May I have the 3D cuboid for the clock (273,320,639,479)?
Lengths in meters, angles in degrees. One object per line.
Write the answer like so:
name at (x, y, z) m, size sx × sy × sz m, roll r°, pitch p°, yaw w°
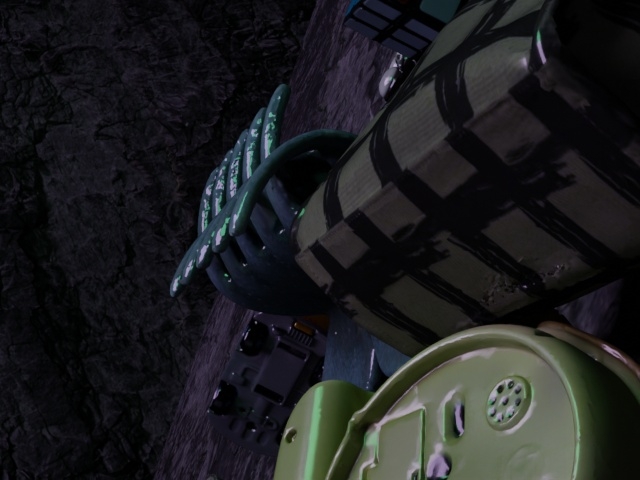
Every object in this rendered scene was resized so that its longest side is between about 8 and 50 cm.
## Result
clock at (0.095, 0.146, 0.664) m, size 0.308 × 0.096 × 0.235 m, roll -30°, pitch 38°, yaw 37°

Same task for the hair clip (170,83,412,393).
hair clip at (0.000, 0.000, 1.317) m, size 0.318 × 0.238 × 0.392 m, roll -41°, pitch 28°, yaw 65°

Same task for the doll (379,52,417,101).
doll at (0.130, -0.235, 1.627) m, size 0.219 × 0.067 × 0.091 m, roll -61°, pitch 3°, yaw 43°

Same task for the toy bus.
toy bus at (-0.048, 0.155, 1.570) m, size 0.209 × 0.126 × 0.136 m, roll -63°, pitch 2°, yaw 30°

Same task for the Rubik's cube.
Rubik's cube at (0.138, -0.300, 1.449) m, size 0.162 × 0.163 × 0.160 m, roll -65°, pitch 9°, yaw -8°

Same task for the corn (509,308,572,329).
corn at (0.082, 0.167, 0.879) m, size 0.310 × 0.101 × 0.101 m, roll -54°, pitch 16°, yaw 35°

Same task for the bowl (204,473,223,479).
bowl at (-0.108, 0.379, 1.410) m, size 0.211 × 0.112 × 0.211 m, roll -157°, pitch 90°, yaw -81°

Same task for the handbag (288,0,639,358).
handbag at (0.160, -0.110, 0.721) m, size 0.327 × 0.162 × 0.325 m, roll -55°, pitch 8°, yaw -25°
